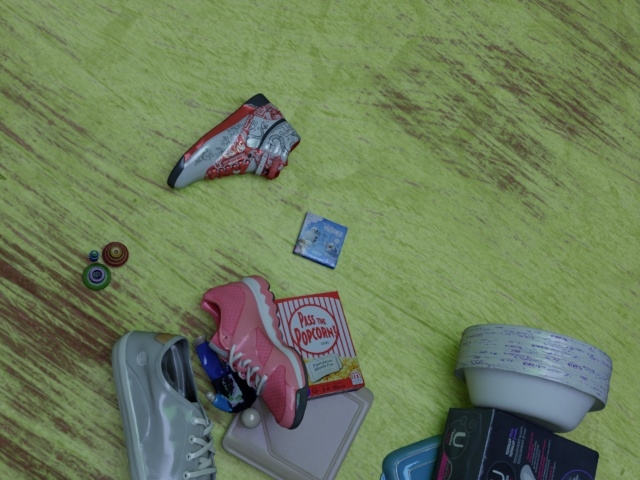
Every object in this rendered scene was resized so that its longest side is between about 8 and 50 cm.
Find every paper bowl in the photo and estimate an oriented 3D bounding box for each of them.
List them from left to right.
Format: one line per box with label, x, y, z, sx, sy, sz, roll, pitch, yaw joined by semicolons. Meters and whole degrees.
paper bowl;0.393;0.268;1.517;0.284;0.284;0.148;20;73;-11

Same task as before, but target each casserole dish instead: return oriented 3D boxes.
casserole dish;0.207;0.446;1.553;0.188;0.037;0.114;-14;82;-20

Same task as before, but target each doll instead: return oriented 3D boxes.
doll;-0.157;0.252;1.457;0.129;0.046;0.189;-17;67;-33

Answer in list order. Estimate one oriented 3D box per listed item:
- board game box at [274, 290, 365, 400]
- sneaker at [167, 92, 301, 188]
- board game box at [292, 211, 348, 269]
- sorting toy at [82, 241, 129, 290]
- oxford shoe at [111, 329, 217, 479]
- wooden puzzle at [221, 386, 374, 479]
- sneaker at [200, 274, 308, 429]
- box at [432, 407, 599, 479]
board game box;-0.013;0.199;1.513;0.146;0.045;0.193;-7;69;-26
sneaker;-0.157;-0.157;1.557;0.145;0.090;0.270;45;67;0
board game box;0.000;0.000;1.604;0.090;0.020;0.090;22;71;-11
sorting toy;-0.395;0.040;1.465;0.061;0.042;0.102;38;70;-5
oxford shoe;-0.240;0.360;1.364;0.130;0.169;0.449;-18;78;9
wooden puzzle;-0.040;0.334;1.506;0.221;0.044;0.239;32;66;-7
sneaker;-0.126;0.204;1.424;0.136;0.116;0.314;-6;50;-28
box;0.368;0.434;1.521;0.270;0.143;0.165;26;70;-22
